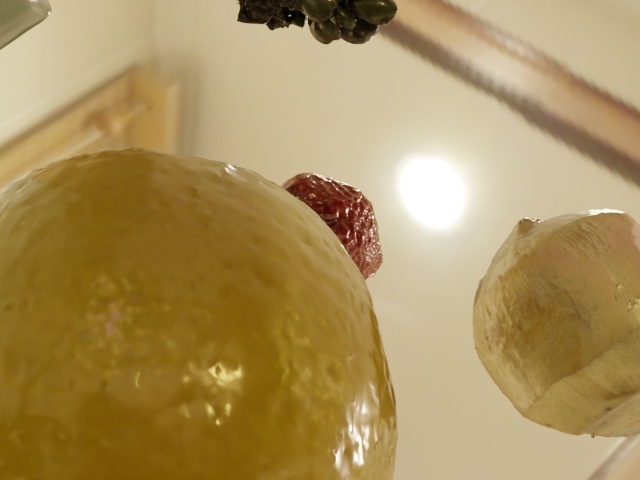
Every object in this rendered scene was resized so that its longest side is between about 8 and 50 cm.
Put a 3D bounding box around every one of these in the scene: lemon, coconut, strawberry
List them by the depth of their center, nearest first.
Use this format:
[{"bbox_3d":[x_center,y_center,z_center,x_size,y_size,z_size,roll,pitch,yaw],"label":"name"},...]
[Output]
[{"bbox_3d":[-0.114,0.147,1.050,0.364,0.364,0.364,26,-45,30],"label":"lemon"},{"bbox_3d":[0.211,0.062,1.346,0.194,0.194,0.194,26,-45,30],"label":"coconut"},{"bbox_3d":[-0.005,-0.005,1.729,0.131,0.148,0.131,2,-87,36],"label":"strawberry"}]

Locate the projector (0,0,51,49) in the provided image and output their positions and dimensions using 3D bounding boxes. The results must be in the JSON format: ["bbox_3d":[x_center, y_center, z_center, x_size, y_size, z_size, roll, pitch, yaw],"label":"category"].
[{"bbox_3d":[-0.205,-0.091,0.370,0.242,0.177,0.163,54,-21,-12],"label":"projector"}]

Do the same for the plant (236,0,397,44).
[{"bbox_3d":[-0.019,-0.218,1.460,0.174,0.087,0.085,23,-28,0],"label":"plant"}]
